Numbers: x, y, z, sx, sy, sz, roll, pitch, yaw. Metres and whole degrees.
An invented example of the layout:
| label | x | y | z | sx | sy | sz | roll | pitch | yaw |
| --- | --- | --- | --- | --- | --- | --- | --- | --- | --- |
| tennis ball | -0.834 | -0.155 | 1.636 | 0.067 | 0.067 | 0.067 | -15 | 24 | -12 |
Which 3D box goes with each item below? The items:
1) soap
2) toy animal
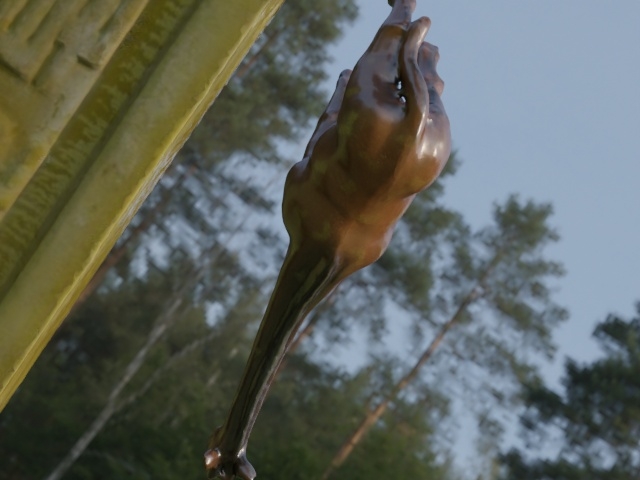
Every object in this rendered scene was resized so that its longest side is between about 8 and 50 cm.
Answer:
| label | x | y | z | sx | sy | sz | roll | pitch | yaw |
| --- | --- | --- | --- | --- | --- | --- | --- | --- | --- |
| soap | -0.114 | 0.001 | 0.382 | 0.092 | 0.252 | 0.037 | 35 | 9 | 0 |
| toy animal | 0.000 | 0.000 | 0.732 | 0.066 | 0.230 | 0.224 | 23 | -38 | -15 |
